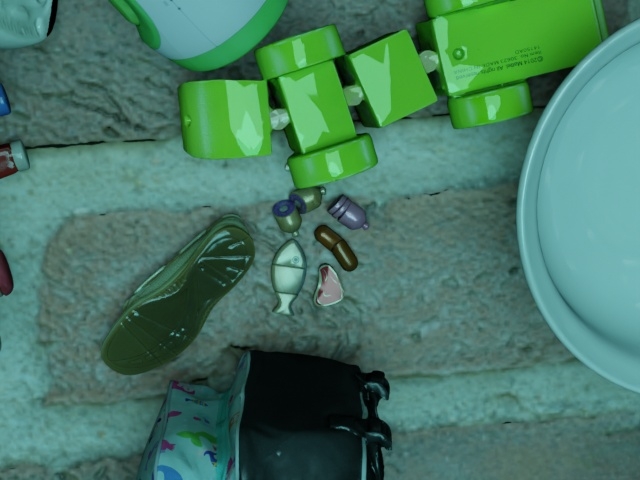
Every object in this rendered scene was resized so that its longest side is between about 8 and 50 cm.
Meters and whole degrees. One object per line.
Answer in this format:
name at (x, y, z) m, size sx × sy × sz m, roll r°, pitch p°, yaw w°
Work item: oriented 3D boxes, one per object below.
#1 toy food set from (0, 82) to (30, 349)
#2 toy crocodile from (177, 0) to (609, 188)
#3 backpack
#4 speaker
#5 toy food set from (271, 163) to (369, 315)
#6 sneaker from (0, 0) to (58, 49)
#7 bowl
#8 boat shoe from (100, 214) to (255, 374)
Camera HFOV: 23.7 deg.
toy food set at (-0.257, -0.031, 1.123) m, size 0.105 × 0.111 × 0.232 m, roll -17°, pitch 103°, yaw -4°
toy crocodile at (0.058, -0.126, 1.159) m, size 0.341 × 0.105 × 0.115 m, roll -19°, pitch 98°, yaw -7°
backpack at (-0.050, 0.229, 1.129) m, size 0.191 × 0.225 × 0.253 m, roll 4°, pitch 107°, yaw -2°
speaker at (-0.146, -0.250, 1.051) m, size 0.131 × 0.131 × 0.296 m, roll -43°, pitch 128°, yaw 2°
toy food set at (0.000, 0.000, 1.203) m, size 0.078 × 0.019 × 0.122 m, roll 0°, pitch 97°, yaw -5°
sneaker at (-0.362, -0.220, 1.067) m, size 0.236 × 0.323 × 0.130 m, roll -2°, pitch 74°, yaw 26°
bowl at (0.273, -0.039, 1.155) m, size 0.298 × 0.134 × 0.297 m, roll -2°, pitch 103°, yaw -9°
boat shoe at (-0.112, 0.042, 1.193) m, size 0.056 × 0.048 × 0.153 m, roll 38°, pitch 100°, yaw -20°
